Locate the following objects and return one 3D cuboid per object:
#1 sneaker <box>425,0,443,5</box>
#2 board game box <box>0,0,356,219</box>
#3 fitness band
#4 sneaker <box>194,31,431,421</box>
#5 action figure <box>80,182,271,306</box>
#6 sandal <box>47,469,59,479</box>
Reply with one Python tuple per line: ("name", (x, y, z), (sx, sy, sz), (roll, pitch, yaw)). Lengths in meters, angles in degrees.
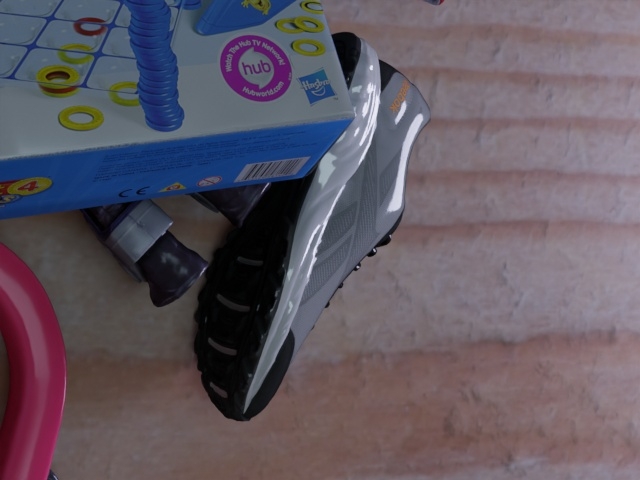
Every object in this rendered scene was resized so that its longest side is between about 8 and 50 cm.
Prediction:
("sneaker", (0.058, -0.215, 0.897), (0.118, 0.042, 0.067), (36, 78, -29))
("board game box", (-0.170, -0.167, 0.681), (0.308, 0.086, 0.302), (-10, 74, -25))
("fitness band", (-0.262, 0.123, 0.741), (0.209, 0.054, 0.291), (22, 73, -29))
("sneaker", (0.000, 0.000, 0.871), (0.108, 0.100, 0.271), (26, 85, -33))
("action figure", (-0.171, -0.084, 0.769), (0.285, 0.099, 0.185), (42, 85, -11))
("sandal", (-0.266, 0.234, 0.794), (0.254, 0.054, 0.097), (-39, 106, -29))
